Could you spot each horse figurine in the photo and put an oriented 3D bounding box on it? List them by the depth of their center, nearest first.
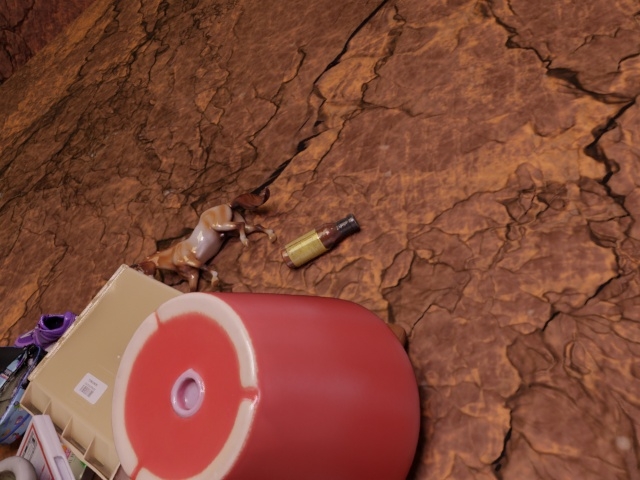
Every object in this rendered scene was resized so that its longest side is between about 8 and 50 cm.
[{"bbox_3d":[-0.188,0.006,1.109,0.263,0.066,0.174,-48,47,-8],"label":"horse figurine"}]

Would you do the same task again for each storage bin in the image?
[{"bbox_3d":[-0.259,0.195,0.927,0.262,0.123,0.260,18,64,38],"label":"storage bin"}]

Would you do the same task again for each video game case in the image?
[{"bbox_3d":[-0.342,0.394,0.801,0.285,0.025,0.204,45,115,39],"label":"video game case"}]

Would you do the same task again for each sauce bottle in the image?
[{"bbox_3d":[0.000,0.000,0.995,0.128,0.042,0.042,-27,43,13],"label":"sauce bottle"}]

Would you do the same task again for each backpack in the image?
[{"bbox_3d":[-0.525,0.272,1.078,0.158,0.117,0.173,-7,50,31],"label":"backpack"}]

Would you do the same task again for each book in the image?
[{"bbox_3d":[-0.399,0.328,1.006,0.144,0.035,0.096,-2,54,31],"label":"book"}]

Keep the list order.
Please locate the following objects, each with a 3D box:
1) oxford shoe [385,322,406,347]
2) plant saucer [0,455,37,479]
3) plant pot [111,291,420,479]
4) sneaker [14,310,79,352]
[{"bbox_3d":[0.019,0.144,0.850,0.212,0.076,0.076,-6,23,33],"label":"oxford shoe"},{"bbox_3d":[-0.419,0.450,0.714,0.400,0.100,0.400,-39,26,24],"label":"plant saucer"},{"bbox_3d":[-0.064,0.173,0.682,0.275,0.243,0.275,-13,67,32],"label":"plant pot"},{"bbox_3d":[-0.512,0.166,1.197,0.170,0.071,0.068,-22,44,20],"label":"sneaker"}]
